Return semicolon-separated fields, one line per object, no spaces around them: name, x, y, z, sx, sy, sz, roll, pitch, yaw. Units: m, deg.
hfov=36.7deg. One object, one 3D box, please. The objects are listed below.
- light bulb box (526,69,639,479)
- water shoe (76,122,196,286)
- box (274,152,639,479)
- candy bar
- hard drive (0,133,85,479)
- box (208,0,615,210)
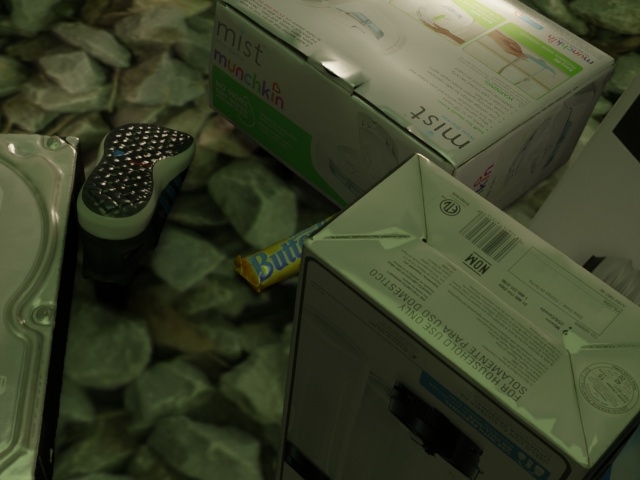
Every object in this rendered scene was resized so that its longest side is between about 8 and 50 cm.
light bulb box;0.325;0.063;0.546;0.225;0.358;0.361;-6;49;-35
water shoe;-0.155;-0.035;0.787;0.073;0.080;0.203;15;26;1
box;0.067;0.111;0.549;0.169;0.290;0.087;39;58;21
candy bar;0.000;0.000;0.806;0.161;0.018;0.040;-26;58;-25
hard drive;-0.304;0.058;0.698;0.237;0.064;0.338;1;52;-5
box;0.074;-0.139;0.845;0.262;0.126;0.231;38;52;23
